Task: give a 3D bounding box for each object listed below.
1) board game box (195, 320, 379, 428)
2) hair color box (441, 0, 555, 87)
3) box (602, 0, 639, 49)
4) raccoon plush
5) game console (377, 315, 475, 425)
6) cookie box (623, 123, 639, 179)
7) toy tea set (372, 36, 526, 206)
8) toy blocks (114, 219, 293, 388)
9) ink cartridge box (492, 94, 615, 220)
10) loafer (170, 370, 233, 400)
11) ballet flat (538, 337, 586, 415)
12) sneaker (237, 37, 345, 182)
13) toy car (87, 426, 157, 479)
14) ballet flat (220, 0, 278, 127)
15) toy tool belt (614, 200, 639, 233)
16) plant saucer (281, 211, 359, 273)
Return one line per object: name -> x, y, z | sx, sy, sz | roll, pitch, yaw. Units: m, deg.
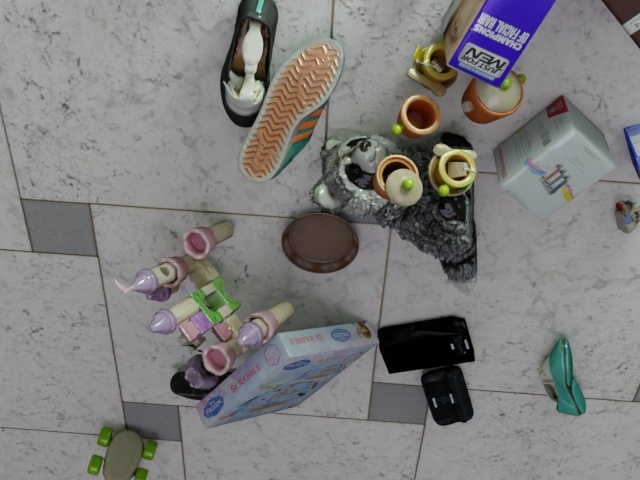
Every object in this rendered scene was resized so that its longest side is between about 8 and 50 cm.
board game box -> -0.073, 0.305, 1.910 | 0.318, 0.066, 0.319 | -43, 155, 31
hair color box -> 0.319, -0.436, 1.323 | 0.110, 0.185, 0.338 | 20, 127, -11
box -> 0.520, -0.438, 1.316 | 0.168, 0.167, 0.203 | -36, 118, 28
raccoon plush -> 0.152, -0.032, 1.663 | 0.299, 0.216, 0.446 | 0, 129, 14
game console -> 0.280, 0.331, 2.036 | 0.213, 0.044, 0.361 | -10, 127, 14
cookie box -> 0.612, -0.155, 1.575 | 0.040, 0.107, 0.092 | -18, 125, 18
toy tea set -> 0.220, -0.197, 1.435 | 0.200, 0.336, 0.124 | 25, 166, -7
toy blocks -> -0.275, 0.165, 1.746 | 0.309, 0.260, 0.288 | -39, 86, 31
ink cartridge box -> 0.436, -0.153, 1.577 | 0.127, 0.128, 0.176 | 36, 124, -23
loafer -> -0.267, 0.369, 2.099 | 0.220, 0.080, 0.078 | 12, 161, -6
ballet flat -> 0.569, 0.332, 1.992 | 0.087, 0.083, 0.247 | -6, 128, 27
sneaker -> -0.050, -0.247, 1.569 | 0.108, 0.121, 0.302 | 36, 107, 3
toy car -> -0.543, 0.605, 2.293 | 0.155, 0.149, 0.188 | 18, 157, -5
ballet flat -> -0.136, -0.309, 1.517 | 0.095, 0.096, 0.280 | 7, 129, -3
toy tool belt -> 0.629, -0.057, 1.698 | 0.051, 0.052, 0.083 | -33, 129, -10
plant saucer -> 0.000, 0.000, 1.799 | 0.169, 0.029, 0.168 | 2, 130, 3
